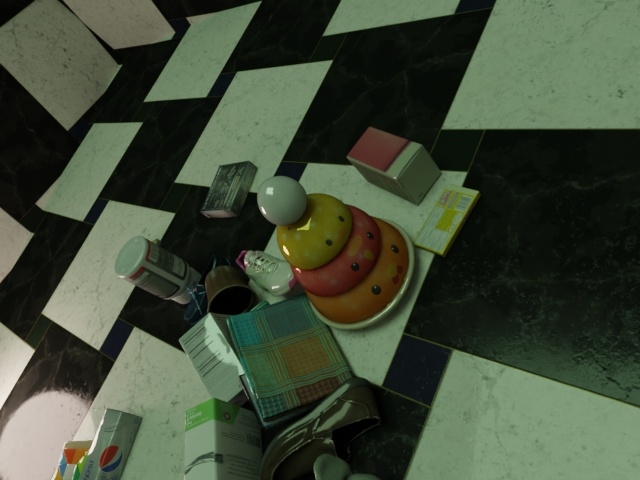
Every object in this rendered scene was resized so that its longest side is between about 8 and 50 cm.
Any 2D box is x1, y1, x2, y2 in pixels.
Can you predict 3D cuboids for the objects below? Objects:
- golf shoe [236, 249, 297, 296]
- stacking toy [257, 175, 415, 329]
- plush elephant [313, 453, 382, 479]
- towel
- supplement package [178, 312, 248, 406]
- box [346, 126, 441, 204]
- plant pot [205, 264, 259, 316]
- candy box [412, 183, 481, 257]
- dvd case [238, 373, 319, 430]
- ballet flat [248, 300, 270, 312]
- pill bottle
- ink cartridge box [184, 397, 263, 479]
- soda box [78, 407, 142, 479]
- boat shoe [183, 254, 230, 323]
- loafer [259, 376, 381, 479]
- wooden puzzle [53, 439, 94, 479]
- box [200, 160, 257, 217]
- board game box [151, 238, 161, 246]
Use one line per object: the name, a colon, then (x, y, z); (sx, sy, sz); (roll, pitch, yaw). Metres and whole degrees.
golf shoe: (-0.169, 0.094, 1.642); (0.306, 0.140, 0.115); (1, 56, 60)
stacking toy: (0.000, 0.000, 1.369); (0.350, 0.480, 0.351); (-21, 51, 28)
plush elephant: (0.064, 0.606, 1.100); (0.271, 0.255, 0.330); (31, 122, 9)
towel: (-0.088, 0.302, 1.451); (0.271, 0.040, 0.370); (-16, 40, -16)
supplement package: (-0.279, 0.350, 1.549); (0.134, 0.139, 0.244); (-41, 67, 9)
box: (0.219, -0.228, 1.586); (0.127, 0.148, 0.232); (-53, 44, -4)
plant pot: (-0.306, 0.176, 1.742); (0.167, 0.167, 0.165); (-46, 36, 5)
candy box: (0.348, -0.058, 1.454); (0.105, 0.027, 0.206); (23, 78, 48)
dvd case: (-0.071, 0.380, 1.401); (0.252, 0.022, 0.180); (-19, 41, -19)
ballet flat: (-0.233, 0.296, 1.662); (0.247, 0.083, 0.087); (-41, 68, 9)
pill bottle: (-0.578, 0.116, 1.901); (0.161, 0.283, 0.161); (-21, 51, 28)
ink cartridge box: (-0.249, 0.582, 1.381); (0.114, 0.198, 0.273); (-29, 47, 21)
soda box: (-0.701, 0.712, 1.738); (0.098, 0.091, 0.286); (-3, 60, 37)
boat shoe: (-0.425, 0.168, 1.883); (0.109, 0.089, 0.258); (9, 68, 42)
loafer: (0.000, 0.494, 1.285); (0.366, 0.134, 0.130); (-46, 43, 5)
wooden puzzle: (-0.866, 0.813, 1.838); (0.238, 0.044, 0.221); (-17, 53, 31)
box: (-0.367, -0.203, 2.110); (0.183, 0.056, 0.231); (-2, 62, 38)
board game box: (-0.733, 0.077, 2.239); (0.103, 0.026, 0.154); (-22, 50, 27)
